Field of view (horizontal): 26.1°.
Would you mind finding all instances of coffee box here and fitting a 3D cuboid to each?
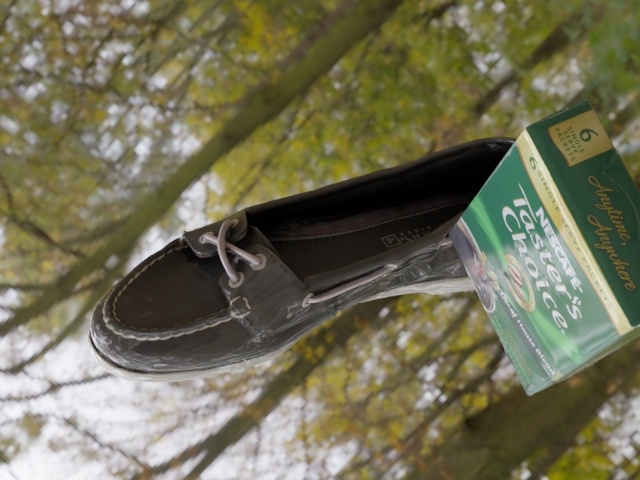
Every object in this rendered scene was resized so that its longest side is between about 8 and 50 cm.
[{"bbox_3d":[0.124,0.011,0.729,0.113,0.040,0.184,65,167,11],"label":"coffee box"}]

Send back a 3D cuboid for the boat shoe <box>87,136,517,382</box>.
[{"bbox_3d":[0.000,0.000,0.937,0.335,0.095,0.112,-15,-136,-24],"label":"boat shoe"}]
